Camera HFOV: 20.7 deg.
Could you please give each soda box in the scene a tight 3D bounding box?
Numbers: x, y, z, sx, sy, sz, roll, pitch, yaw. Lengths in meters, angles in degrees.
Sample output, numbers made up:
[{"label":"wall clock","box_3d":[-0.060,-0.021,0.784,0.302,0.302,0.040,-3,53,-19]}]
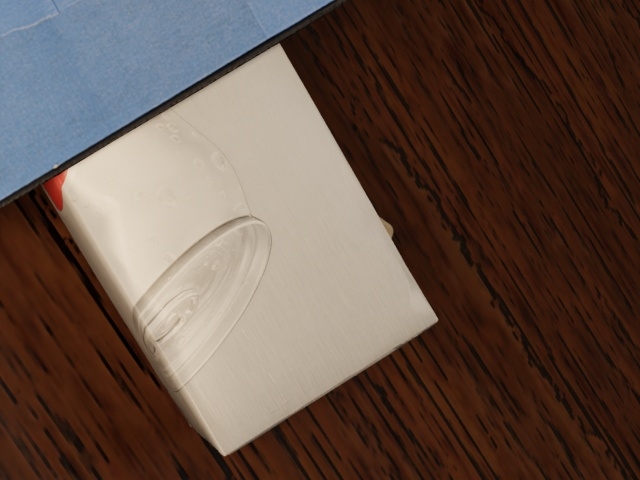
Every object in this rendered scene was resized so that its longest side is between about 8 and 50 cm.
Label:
[{"label":"soda box","box_3d":[-0.074,-0.068,0.647,0.098,0.091,0.286,-31,97,-10]}]

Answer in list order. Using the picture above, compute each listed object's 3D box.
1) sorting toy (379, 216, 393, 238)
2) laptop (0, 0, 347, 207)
[{"label":"sorting toy","box_3d":[0.000,0.000,0.772,0.083,0.012,0.062,34,52,-30]},{"label":"laptop","box_3d":[-0.210,-0.153,0.456,0.382,0.236,0.408,59,24,-7]}]
